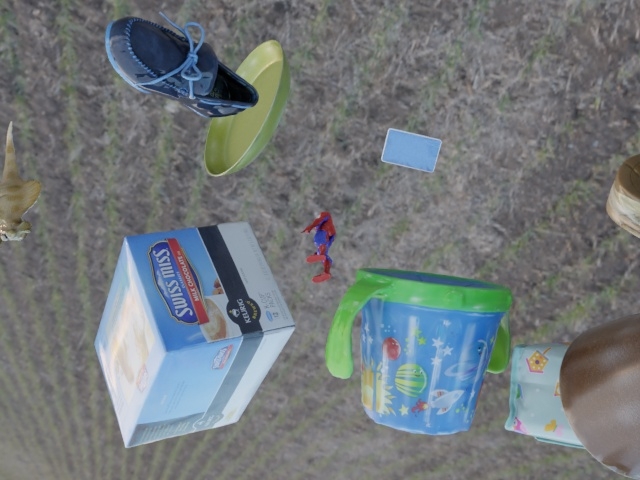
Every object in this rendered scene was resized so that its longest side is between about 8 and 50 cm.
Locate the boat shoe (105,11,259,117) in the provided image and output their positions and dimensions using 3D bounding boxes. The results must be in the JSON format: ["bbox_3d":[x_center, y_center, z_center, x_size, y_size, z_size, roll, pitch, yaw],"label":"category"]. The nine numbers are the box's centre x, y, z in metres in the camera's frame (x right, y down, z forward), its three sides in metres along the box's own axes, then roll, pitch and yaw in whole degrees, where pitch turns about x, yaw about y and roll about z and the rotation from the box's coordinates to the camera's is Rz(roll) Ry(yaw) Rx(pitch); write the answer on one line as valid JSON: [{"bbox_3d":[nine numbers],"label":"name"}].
[{"bbox_3d":[-0.168,-0.231,1.046,0.089,0.108,0.258,-1,177,26],"label":"boat shoe"}]

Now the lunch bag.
[{"bbox_3d":[0.424,0.242,1.229,0.224,0.160,0.262,4,170,29],"label":"lunch bag"}]

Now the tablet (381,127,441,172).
[{"bbox_3d":[0.138,-0.138,1.230,0.083,0.006,0.054,13,113,2],"label":"tablet"}]

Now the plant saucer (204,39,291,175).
[{"bbox_3d":[-0.114,-0.209,1.313,0.037,0.240,0.241,23,156,-28],"label":"plant saucer"}]

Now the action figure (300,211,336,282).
[{"bbox_3d":[0.000,0.000,0.833,0.030,0.115,0.038,-14,116,14],"label":"action figure"}]

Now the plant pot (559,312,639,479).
[{"bbox_3d":[0.450,0.166,0.999,0.216,0.215,0.230,22,150,-4],"label":"plant pot"}]

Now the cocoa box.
[{"bbox_3d":[-0.233,0.166,1.397,0.228,0.231,0.347,-8,146,-30],"label":"cocoa box"}]

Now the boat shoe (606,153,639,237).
[{"bbox_3d":[0.563,-0.002,1.111,0.341,0.121,0.110,34,155,23],"label":"boat shoe"}]

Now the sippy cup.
[{"bbox_3d":[0.157,0.165,1.217,0.306,0.223,0.240,7,-179,-2],"label":"sippy cup"}]

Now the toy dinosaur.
[{"bbox_3d":[-0.319,-0.037,0.813,0.093,0.183,0.053,-33,134,6],"label":"toy dinosaur"}]
